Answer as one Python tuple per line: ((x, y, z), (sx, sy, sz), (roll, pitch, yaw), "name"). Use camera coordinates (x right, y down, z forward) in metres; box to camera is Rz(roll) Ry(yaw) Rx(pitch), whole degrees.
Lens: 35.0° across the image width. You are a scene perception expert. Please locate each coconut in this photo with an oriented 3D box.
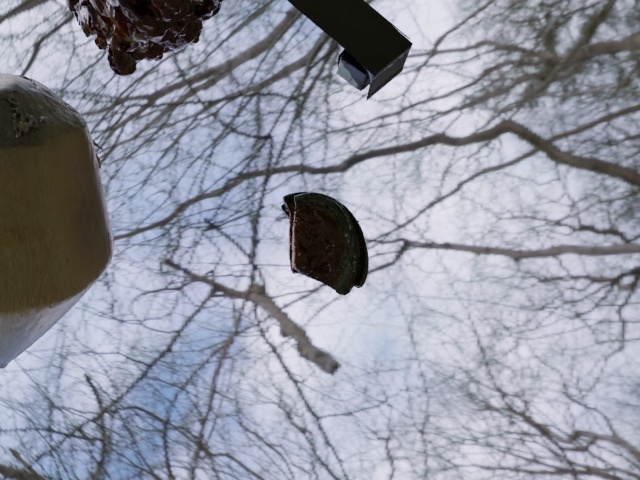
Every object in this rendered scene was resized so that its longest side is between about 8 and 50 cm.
((-0.274, -0.010, 0.800), (0.224, 0.224, 0.234), (-25, -62, -23), "coconut")

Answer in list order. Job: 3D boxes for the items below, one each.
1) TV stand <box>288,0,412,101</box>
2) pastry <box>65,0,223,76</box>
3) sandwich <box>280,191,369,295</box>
((-0.038, -0.216, 0.824), (0.256, 0.040, 0.049), (42, -114, 11), "TV stand")
((-0.099, -0.193, 0.642), (0.097, 0.208, 0.115), (-19, -101, -32), "pastry")
((0.004, 0.002, 0.883), (0.069, 0.026, 0.101), (-12, -106, 7), "sandwich")
